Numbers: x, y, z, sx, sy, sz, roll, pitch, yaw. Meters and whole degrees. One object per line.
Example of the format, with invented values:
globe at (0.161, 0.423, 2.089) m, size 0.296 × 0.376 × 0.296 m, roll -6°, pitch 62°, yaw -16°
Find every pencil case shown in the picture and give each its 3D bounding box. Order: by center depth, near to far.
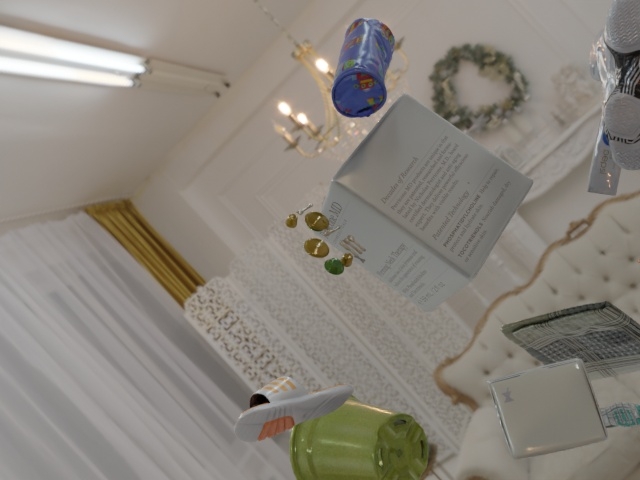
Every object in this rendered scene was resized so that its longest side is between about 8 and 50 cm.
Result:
pencil case at (0.100, -0.391, 1.466) m, size 0.119 × 0.133 × 0.306 m, roll -16°, pitch 35°, yaw 23°

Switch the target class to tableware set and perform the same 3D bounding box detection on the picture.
tableware set at (0.000, 0.000, 1.191) m, size 0.104 × 0.154 × 0.024 m, roll -32°, pitch -25°, yaw -42°

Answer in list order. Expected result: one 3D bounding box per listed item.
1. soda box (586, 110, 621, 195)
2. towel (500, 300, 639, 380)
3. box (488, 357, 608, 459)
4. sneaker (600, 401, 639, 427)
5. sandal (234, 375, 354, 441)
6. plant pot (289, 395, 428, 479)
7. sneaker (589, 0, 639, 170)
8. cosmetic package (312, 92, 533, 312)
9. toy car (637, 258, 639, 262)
soda box at (0.710, -0.222, 1.593) m, size 0.074 × 0.069 × 0.216 m, roll -23°, pitch -59°, yaw -68°
towel at (0.680, 0.271, 1.661) m, size 0.324 × 0.312 × 0.056 m, roll -26°, pitch 40°, yaw 49°
box at (0.298, 0.213, 0.835) m, size 0.113 × 0.094 × 0.275 m, roll -20°, pitch -18°, yaw 19°
sneaker at (0.749, 0.443, 1.639) m, size 0.076 × 0.065 × 0.166 m, roll 7°, pitch -20°, yaw -43°
sandal at (-0.056, 0.288, 1.169) m, size 0.265 × 0.076 × 0.102 m, roll -3°, pitch -45°, yaw -44°
plant pot at (0.110, 0.504, 1.566) m, size 0.254 × 0.276 × 0.276 m, roll -13°, pitch 24°, yaw 50°
sneaker at (0.673, -0.337, 1.410) m, size 0.137 × 0.365 × 0.210 m, roll -2°, pitch 6°, yaw 14°
cosmetic package at (0.246, -0.085, 1.660) m, size 0.327 × 0.394 × 0.329 m, roll -53°, pitch -5°, yaw -22°
toy car at (0.829, 0.031, 1.448) m, size 0.238 × 0.219 × 0.210 m, roll -21°, pitch -3°, yaw 40°
